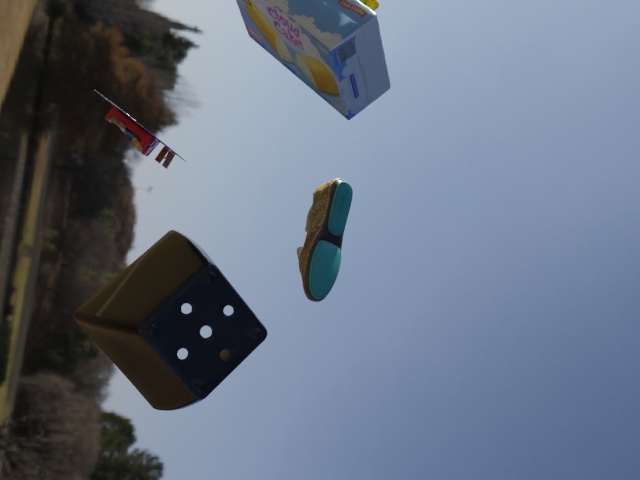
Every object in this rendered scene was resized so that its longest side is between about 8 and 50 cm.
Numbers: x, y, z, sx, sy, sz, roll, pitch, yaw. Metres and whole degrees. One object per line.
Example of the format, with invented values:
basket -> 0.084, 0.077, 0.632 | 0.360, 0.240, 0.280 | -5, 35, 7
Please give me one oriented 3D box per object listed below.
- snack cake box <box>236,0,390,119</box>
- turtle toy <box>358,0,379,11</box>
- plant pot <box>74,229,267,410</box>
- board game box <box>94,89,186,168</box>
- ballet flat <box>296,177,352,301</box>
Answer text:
snack cake box -> -0.020, -0.316, 1.165 | 0.264, 0.089, 0.152 | 45, -11, 31
turtle toy -> 0.029, -0.397, 1.243 | 0.066, 0.130, 0.095 | -31, -103, 32
plant pot -> -0.180, 0.114, 1.049 | 0.187, 0.188, 0.167 | -43, -159, -21
board game box -> -0.278, -0.159, 1.176 | 0.169, 0.133, 0.033 | 35, -93, 41
ballet flat -> 0.000, 0.000, 1.257 | 0.067, 0.073, 0.206 | -3, -117, 45
